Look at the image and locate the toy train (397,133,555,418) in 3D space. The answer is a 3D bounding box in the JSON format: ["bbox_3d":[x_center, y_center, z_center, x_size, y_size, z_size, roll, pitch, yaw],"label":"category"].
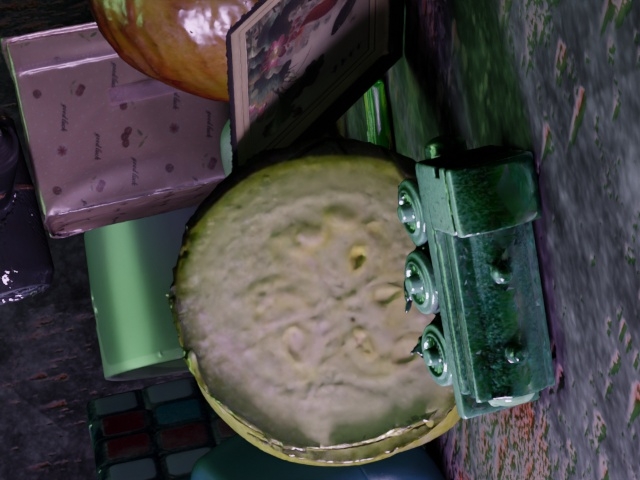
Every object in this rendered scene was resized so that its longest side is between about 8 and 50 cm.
[{"bbox_3d":[0.093,0.024,1.082,0.111,0.071,0.171,-155,54,-72],"label":"toy train"}]

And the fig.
[{"bbox_3d":[-0.058,-0.173,1.606,0.321,0.217,0.217,60,-176,-32],"label":"fig"}]

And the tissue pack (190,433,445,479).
[{"bbox_3d":[0.022,0.285,1.539,0.198,0.206,0.288,34,138,60],"label":"tissue pack"}]

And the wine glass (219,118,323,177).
[{"bbox_3d":[-0.045,-0.077,1.772,0.103,0.103,0.231,-126,31,-74],"label":"wine glass"}]

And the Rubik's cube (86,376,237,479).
[{"bbox_3d":[-0.056,0.303,1.792,0.287,0.291,0.293,-118,16,-68],"label":"Rubik's cube"}]

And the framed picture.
[{"bbox_3d":[-0.001,-0.131,1.227,0.010,0.195,0.199,33,151,21],"label":"framed picture"}]

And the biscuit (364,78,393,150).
[{"bbox_3d":[0.045,-0.098,1.462,0.046,0.016,0.089,-114,15,-68],"label":"biscuit"}]

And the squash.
[{"bbox_3d":[0.004,0.053,1.212,0.133,0.220,0.220,104,154,-63],"label":"squash"}]

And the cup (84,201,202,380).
[{"bbox_3d":[-0.123,0.007,2.196,0.356,0.259,0.275,2,-104,-65],"label":"cup"}]

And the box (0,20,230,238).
[{"bbox_3d":[-0.165,-0.127,1.924,0.225,0.297,0.191,140,119,-82],"label":"box"}]

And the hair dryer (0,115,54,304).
[{"bbox_3d":[-0.323,-0.046,1.806,0.352,0.107,0.189,139,114,-76],"label":"hair dryer"}]
